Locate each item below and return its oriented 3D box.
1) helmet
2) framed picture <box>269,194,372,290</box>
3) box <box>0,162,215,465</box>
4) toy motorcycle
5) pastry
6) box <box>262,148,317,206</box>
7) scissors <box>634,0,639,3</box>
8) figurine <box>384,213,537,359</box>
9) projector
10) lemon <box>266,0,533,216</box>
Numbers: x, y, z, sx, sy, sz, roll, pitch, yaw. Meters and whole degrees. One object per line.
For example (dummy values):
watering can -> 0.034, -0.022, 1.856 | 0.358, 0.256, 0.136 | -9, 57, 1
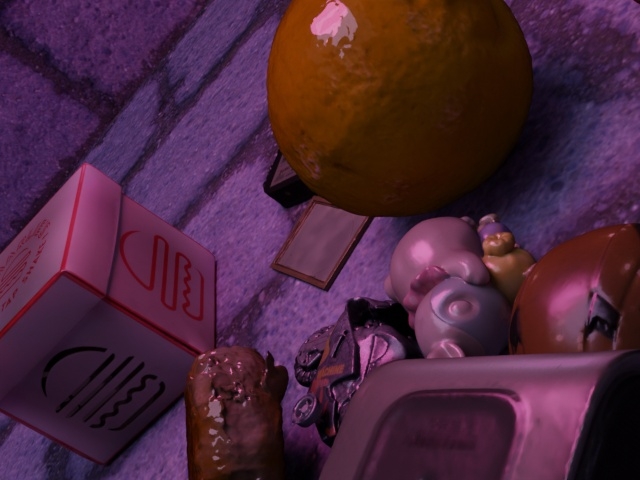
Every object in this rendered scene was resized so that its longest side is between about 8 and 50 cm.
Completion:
helmet -> 0.248, 0.067, 0.910 | 0.198, 0.130, 0.224 | -14, 46, 49
framed picture -> 0.000, 0.000, 1.549 | 0.136, 0.010, 0.201 | -59, 25, -7
box -> -0.375, 0.125, 1.697 | 0.314, 0.300, 0.312 | -42, 28, 22
toy motorcycle -> 0.057, 0.157, 1.155 | 0.173, 0.108, 0.307 | -45, 29, 6
pastry -> -0.095, 0.248, 1.204 | 0.236, 0.121, 0.257 | -102, 14, -44
box -> 0.050, -0.183, 1.635 | 0.350, 0.058, 0.211 | -18, 45, 51
scissors -> 0.412, -0.263, 1.163 | 0.144, 0.017, 0.247 | -31, 35, 40
figurine -> 0.157, 0.071, 1.068 | 0.155, 0.127, 0.235 | -18, 30, 1
projector -> 0.156, 0.227, 0.729 | 0.249, 0.248, 0.248 | -12, 48, 55
lemon -> 0.090, -0.188, 1.267 | 0.348, 0.348, 0.348 | -40, 29, 28
